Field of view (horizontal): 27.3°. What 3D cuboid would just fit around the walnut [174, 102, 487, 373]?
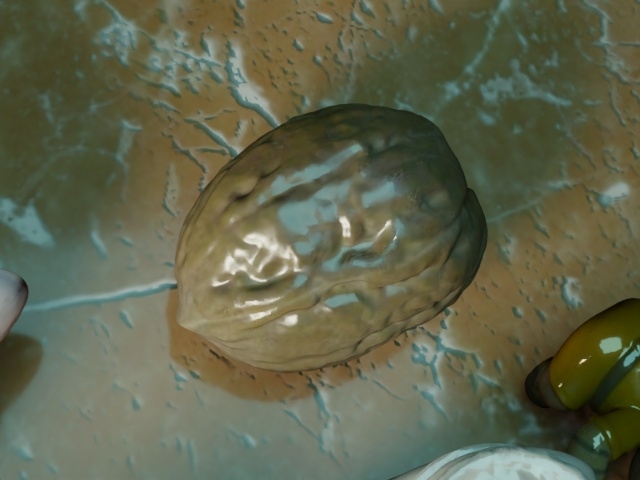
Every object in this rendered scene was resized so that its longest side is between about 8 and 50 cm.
[{"bbox_3d":[0.001,0.001,0.922,0.230,0.178,0.178,-28,80,-5],"label":"walnut"}]

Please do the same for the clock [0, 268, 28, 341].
[{"bbox_3d":[-0.402,0.058,0.794,0.376,0.250,0.368,23,72,-1],"label":"clock"}]

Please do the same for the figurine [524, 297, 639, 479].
[{"bbox_3d":[0.265,0.156,0.906,0.257,0.167,0.192,51,35,8],"label":"figurine"}]

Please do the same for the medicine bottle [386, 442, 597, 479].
[{"bbox_3d":[0.074,0.195,0.790,0.179,0.324,0.124,-12,75,-12],"label":"medicine bottle"}]
